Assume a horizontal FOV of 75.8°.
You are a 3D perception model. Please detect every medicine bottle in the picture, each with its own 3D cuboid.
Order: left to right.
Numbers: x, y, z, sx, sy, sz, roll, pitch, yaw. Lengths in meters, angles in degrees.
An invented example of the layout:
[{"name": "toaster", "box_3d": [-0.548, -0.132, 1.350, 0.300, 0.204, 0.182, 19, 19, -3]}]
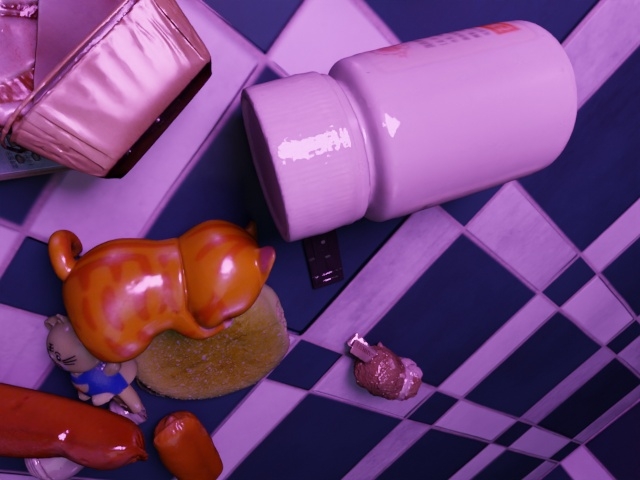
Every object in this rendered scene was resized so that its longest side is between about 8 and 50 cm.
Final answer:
[{"name": "medicine bottle", "box_3d": [0.103, -0.139, 0.534, 0.372, 0.211, 0.210, -17, 127, -10]}]

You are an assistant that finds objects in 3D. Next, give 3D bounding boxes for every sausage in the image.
[{"name": "sausage", "box_3d": [-0.433, 0.279, 0.624, 0.349, 0.093, 0.097, 16, 138, -11]}, {"name": "sausage", "box_3d": [-0.269, 0.430, 0.838, 0.098, 0.098, 0.238, -18, 129, -11]}]

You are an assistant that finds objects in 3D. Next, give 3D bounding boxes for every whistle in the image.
[{"name": "whistle", "box_3d": [-0.347, 0.197, 0.643, 0.105, 0.085, 0.227, 4, 126, 29]}]

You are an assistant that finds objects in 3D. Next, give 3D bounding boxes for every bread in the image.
[{"name": "bread", "box_3d": [-0.233, -0.182, 0.390, 0.212, 0.142, 0.224, 42, 80, -25]}, {"name": "bread", "box_3d": [-0.196, 0.187, 0.735, 0.302, 0.045, 0.301, -9, 123, -14]}]

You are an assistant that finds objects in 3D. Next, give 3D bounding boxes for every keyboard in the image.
[{"name": "keyboard", "box_3d": [0.000, 0.000, 0.708, 0.061, 0.013, 0.204, -18, 127, -10]}]

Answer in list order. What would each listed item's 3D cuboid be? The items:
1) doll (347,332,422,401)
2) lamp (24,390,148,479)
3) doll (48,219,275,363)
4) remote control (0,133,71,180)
[{"name": "doll", "box_3d": [0.136, 0.285, 0.896, 0.115, 0.105, 0.221, -42, 128, 10]}, {"name": "lamp", "box_3d": [-0.408, 0.335, 0.718, 0.193, 0.106, 0.106, -28, 129, -17]}, {"name": "doll", "box_3d": [-0.207, 0.059, 0.572, 0.270, 0.166, 0.162, -10, 124, -20]}, {"name": "remote control", "box_3d": [-0.362, -0.117, 0.466, 0.234, 0.038, 0.098, -12, 125, -14]}]
